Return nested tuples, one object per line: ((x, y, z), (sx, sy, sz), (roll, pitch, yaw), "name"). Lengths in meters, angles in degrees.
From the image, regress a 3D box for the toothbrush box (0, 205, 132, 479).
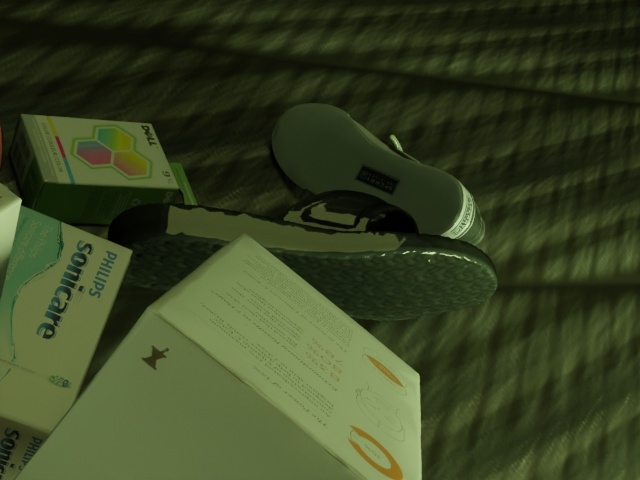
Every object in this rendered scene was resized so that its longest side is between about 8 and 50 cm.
((-0.332, 0.060, 0.863), (0.296, 0.126, 0.216), (22, 40, -11), "toothbrush box")

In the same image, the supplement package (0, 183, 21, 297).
((-0.314, 0.011, 0.576), (0.203, 0.149, 0.194), (36, 45, 7), "supplement package")

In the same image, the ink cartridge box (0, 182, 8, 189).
((-0.353, 0.022, 0.719), (0.193, 0.088, 0.234), (23, 43, -7), "ink cartridge box")

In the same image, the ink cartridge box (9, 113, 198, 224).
((-0.222, -0.075, 1.151), (0.209, 0.062, 0.109), (2, 45, -34), "ink cartridge box")

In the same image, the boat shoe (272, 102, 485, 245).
((0.072, -0.078, 1.306), (0.306, 0.113, 0.105), (24, -4, 33), "boat shoe")

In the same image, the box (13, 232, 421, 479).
((-0.055, 0.143, 0.800), (0.215, 0.168, 0.345), (39, 9, -1), "box")

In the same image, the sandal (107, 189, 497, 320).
((0.000, -0.001, 1.119), (0.446, 0.167, 0.107), (10, 61, -25), "sandal")

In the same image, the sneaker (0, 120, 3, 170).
((-0.450, -0.169, 1.059), (0.136, 0.116, 0.314), (-21, 61, -45), "sneaker")
